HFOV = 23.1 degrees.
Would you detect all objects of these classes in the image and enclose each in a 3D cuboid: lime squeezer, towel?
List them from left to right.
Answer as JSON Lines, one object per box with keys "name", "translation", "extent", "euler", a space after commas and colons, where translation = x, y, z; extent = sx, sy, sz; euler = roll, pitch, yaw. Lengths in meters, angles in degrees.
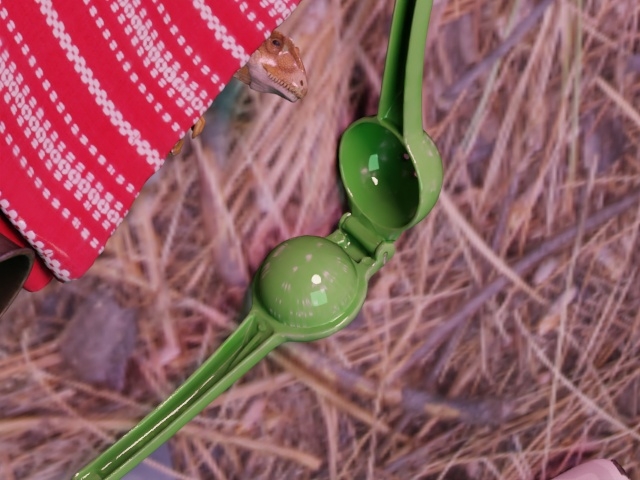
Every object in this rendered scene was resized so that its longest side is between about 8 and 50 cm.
{"name": "towel", "translation": [-0.056, -0.140, 0.558], "extent": [0.275, 0.031, 0.198], "euler": [-53, 137, -31]}
{"name": "lime squeezer", "translation": [0.000, 0.000, 0.723], "extent": [0.310, 0.059, 0.110], "euler": [-57, 165, 16]}

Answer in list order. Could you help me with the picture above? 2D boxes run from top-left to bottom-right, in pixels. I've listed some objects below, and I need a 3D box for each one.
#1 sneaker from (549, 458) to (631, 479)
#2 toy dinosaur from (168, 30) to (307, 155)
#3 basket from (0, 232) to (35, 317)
{"name": "sneaker", "translation": [0.096, 0.182, 0.905], "extent": [0.191, 0.071, 0.083], "euler": [-37, 124, -4]}
{"name": "toy dinosaur", "translation": [-0.113, -0.079, 0.642], "extent": [0.212, 0.064, 0.112], "euler": [14, 94, -24]}
{"name": "basket", "translation": [-0.242, -0.004, 0.482], "extent": [0.227, 0.154, 0.204], "euler": [44, 73, 3]}
